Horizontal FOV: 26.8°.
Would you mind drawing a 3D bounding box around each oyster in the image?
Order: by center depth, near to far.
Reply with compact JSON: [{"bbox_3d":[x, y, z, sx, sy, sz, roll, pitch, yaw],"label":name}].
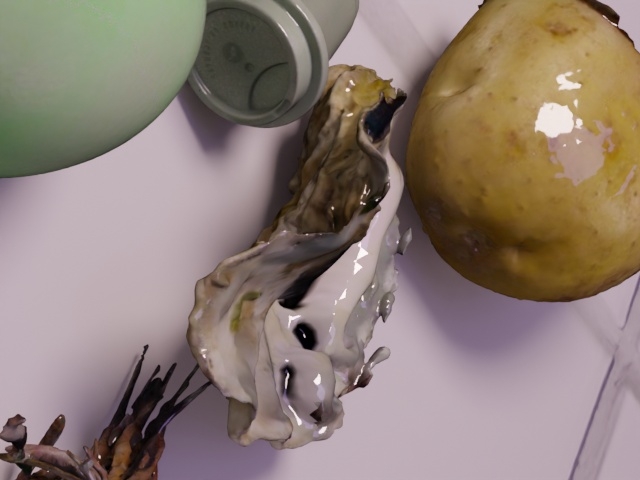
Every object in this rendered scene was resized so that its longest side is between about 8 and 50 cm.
[{"bbox_3d":[-0.002,0.000,0.978,0.238,0.114,0.351,87,14,-51],"label":"oyster"}]

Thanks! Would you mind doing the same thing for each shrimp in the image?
[{"bbox_3d":[-0.165,0.179,0.808,0.145,0.116,0.343,44,49,-16],"label":"shrimp"}]

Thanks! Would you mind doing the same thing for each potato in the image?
[{"bbox_3d":[0.184,-0.062,1.161,0.242,0.242,0.285,-52,129,-38],"label":"potato"}]

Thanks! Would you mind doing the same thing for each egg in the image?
[{"bbox_3d":[-0.184,-0.144,0.745,0.269,0.220,0.220,9,79,-46],"label":"egg"}]

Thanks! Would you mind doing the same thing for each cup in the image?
[{"bbox_3d":[-0.029,-0.159,1.003,0.141,0.120,0.120,-47,120,-49],"label":"cup"}]
